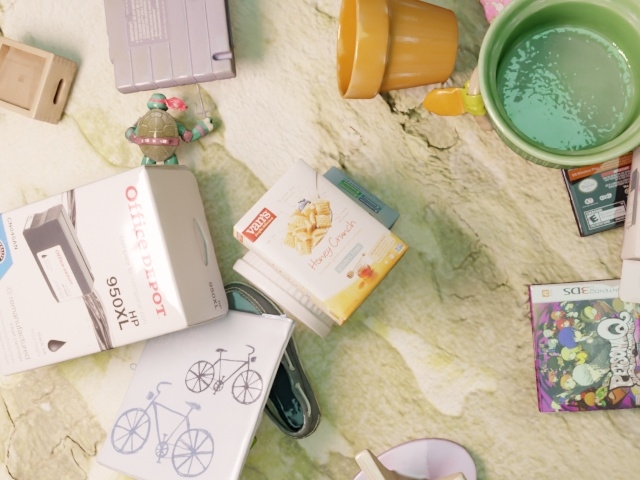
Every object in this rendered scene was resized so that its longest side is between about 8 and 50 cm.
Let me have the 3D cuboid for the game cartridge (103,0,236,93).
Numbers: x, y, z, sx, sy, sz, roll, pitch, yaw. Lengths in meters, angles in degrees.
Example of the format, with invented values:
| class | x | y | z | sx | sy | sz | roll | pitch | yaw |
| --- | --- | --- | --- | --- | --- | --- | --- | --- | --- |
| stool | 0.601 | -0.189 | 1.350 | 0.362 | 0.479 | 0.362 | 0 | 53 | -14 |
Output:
| class | x | y | z | sx | sy | sz | roll | pitch | yaw |
| --- | --- | --- | --- | --- | --- | --- | --- | --- | --- |
| game cartridge | -0.284 | -0.457 | 1.583 | 0.230 | 0.068 | 0.355 | -7 | 86 | 11 |

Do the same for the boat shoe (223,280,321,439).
| class | x | y | z | sx | sy | sz | roll | pitch | yaw |
| --- | --- | --- | --- | --- | --- | --- | --- | --- | --- |
| boat shoe | -0.098 | 0.215 | 1.576 | 0.116 | 0.099 | 0.319 | -29 | 84 | 6 |

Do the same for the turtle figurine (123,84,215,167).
| class | x | y | z | sx | sy | sz | roll | pitch | yaw |
| --- | --- | --- | --- | --- | --- | --- | --- | --- | --- |
| turtle figurine | -0.297 | -0.186 | 1.613 | 0.175 | 0.118 | 0.234 | 5 | 97 | 15 |

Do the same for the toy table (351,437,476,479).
| class | x | y | z | sx | sy | sz | roll | pitch | yaw |
| --- | --- | --- | --- | --- | --- | --- | --- | --- | --- |
| toy table | 0.146 | 0.461 | 1.509 | 0.274 | 0.161 | 0.252 | -44 | 84 | 4 |

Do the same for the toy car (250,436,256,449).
| class | x | y | z | sx | sy | sz | roll | pitch | yaw |
| --- | --- | --- | --- | --- | --- | --- | --- | --- | --- |
| toy car | -0.244 | 0.367 | 1.594 | 0.188 | 0.149 | 0.155 | 35 | 88 | 35 |

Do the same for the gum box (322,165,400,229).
| class | x | y | z | sx | sy | sz | roll | pitch | yaw |
| --- | --- | --- | --- | --- | --- | --- | --- | --- | --- |
| gum box | 0.036 | -0.039 | 1.539 | 0.157 | 0.184 | 0.041 | 37 | 131 | 7 |

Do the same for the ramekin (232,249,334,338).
| class | x | y | z | sx | sy | sz | roll | pitch | yaw |
| --- | --- | --- | --- | --- | --- | --- | --- | --- | --- |
| ramekin | -0.042 | 0.069 | 1.529 | 0.207 | 0.207 | 0.109 | 38 | 84 | 7 |

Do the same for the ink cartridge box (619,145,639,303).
| class | x | y | z | sx | sy | sz | roll | pitch | yaw |
| --- | --- | --- | --- | --- | --- | --- | --- | --- | --- |
| ink cartridge box | 0.632 | -0.058 | 1.459 | 0.207 | 0.119 | 0.353 | 7 | 88 | 7 |

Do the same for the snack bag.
| class | x | y | z | sx | sy | sz | roll | pitch | yaw |
| --- | --- | --- | --- | --- | --- | --- | --- | --- | --- |
| snack bag | -0.221 | 0.269 | 1.523 | 0.323 | 0.037 | 0.342 | 6 | 67 | 35 |

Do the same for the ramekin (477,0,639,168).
| class | x | y | z | sx | sy | sz | roll | pitch | yaw |
| --- | --- | --- | --- | --- | --- | --- | --- | --- | --- |
| ramekin | 0.408 | -0.260 | 1.415 | 0.303 | 0.148 | 0.303 | -1 | 85 | 8 |

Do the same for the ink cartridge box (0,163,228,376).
| class | x | y | z | sx | sy | sz | roll | pitch | yaw |
| --- | --- | --- | --- | --- | --- | --- | --- | --- | --- |
| ink cartridge box | -0.397 | 0.052 | 1.537 | 0.395 | 0.166 | 0.285 | -16 | 89 | 19 |

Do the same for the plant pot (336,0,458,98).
| class | x | y | z | sx | sy | sz | roll | pitch | yaw |
| --- | --- | --- | --- | --- | --- | --- | --- | --- | --- |
| plant pot | 0.137 | -0.351 | 1.538 | 0.188 | 0.205 | 0.205 | 2 | 88 | -8 |

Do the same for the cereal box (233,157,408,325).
| class | x | y | z | sx | sy | sz | roll | pitch | yaw |
| --- | --- | --- | --- | --- | --- | --- | --- | --- | --- |
| cereal box | 0.000 | 0.000 | 1.428 | 0.240 | 0.047 | 0.173 | 39 | 71 | 8 |

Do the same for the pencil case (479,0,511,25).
| class | x | y | z | sx | sy | sz | roll | pitch | yaw |
| --- | --- | --- | --- | --- | --- | --- | --- | --- | --- |
| pencil case | 0.299 | -0.569 | 1.540 | 0.160 | 0.167 | 0.386 | -24 | 85 | -28 |

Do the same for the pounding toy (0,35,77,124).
| class | x | y | z | sx | sy | sz | roll | pitch | yaw |
| --- | --- | --- | --- | --- | --- | --- | --- | --- | --- |
| pounding toy | -0.597 | -0.291 | 1.664 | 0.206 | 0.094 | 0.181 | 20 | 95 | 16 |

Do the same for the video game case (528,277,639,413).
| class | x | y | z | sx | sy | sz | roll | pitch | yaw |
| --- | --- | --- | --- | --- | --- | --- | --- | --- | --- |
| video game case | 0.486 | 0.186 | 1.541 | 0.210 | 0.042 | 0.232 | -4 | 87 | 7 |

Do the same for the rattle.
| class | x | y | z | sx | sy | sz | roll | pitch | yaw |
| --- | --- | --- | --- | --- | --- | --- | --- | --- | --- |
| rattle | 0.306 | -0.301 | 1.589 | 0.130 | 0.143 | 0.200 | 36 | 75 | -25 |

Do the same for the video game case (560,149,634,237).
| class | x | y | z | sx | sy | sz | roll | pitch | yaw |
| --- | --- | --- | --- | --- | --- | --- | --- | --- | --- |
| video game case | 0.566 | -0.162 | 1.552 | 0.275 | 0.035 | 0.248 | -16 | 86 | 6 |
